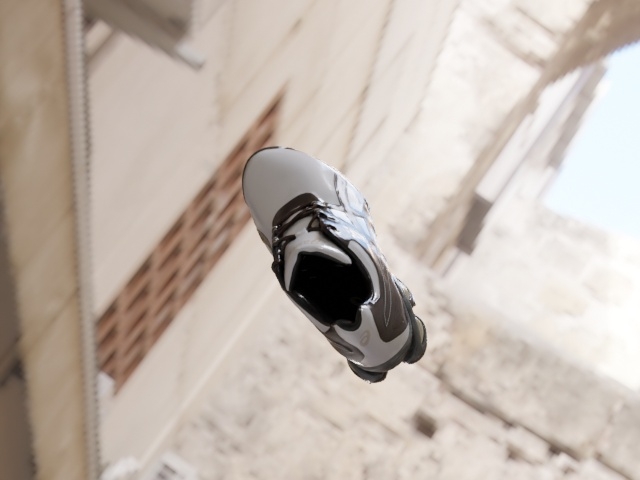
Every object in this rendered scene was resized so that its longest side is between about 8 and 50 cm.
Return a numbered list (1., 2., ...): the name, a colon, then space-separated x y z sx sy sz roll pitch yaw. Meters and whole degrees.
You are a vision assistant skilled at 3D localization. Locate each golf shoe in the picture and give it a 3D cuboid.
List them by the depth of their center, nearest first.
1. golf shoe: 0.000 0.000 1.164 0.198 0.077 0.094 53 7 30
